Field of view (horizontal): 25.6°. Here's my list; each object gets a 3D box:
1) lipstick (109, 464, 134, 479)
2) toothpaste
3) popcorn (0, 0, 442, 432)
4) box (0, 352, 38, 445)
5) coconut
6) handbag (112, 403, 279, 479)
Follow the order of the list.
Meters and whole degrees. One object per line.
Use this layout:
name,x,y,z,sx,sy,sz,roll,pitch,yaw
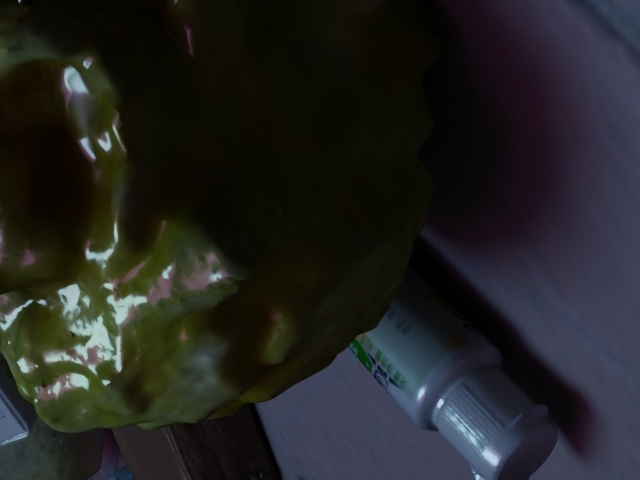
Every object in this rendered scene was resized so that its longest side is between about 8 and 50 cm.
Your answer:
lipstick,-0.107,0.304,1.226,0.076,0.077,0.290,31,143,48
toothpaste,0.000,0.000,0.698,0.314,0.056,0.058,45,130,34
popcorn,-0.067,-0.049,0.566,0.249,0.249,0.225,57,143,4
box,-0.302,-0.034,1.028,0.343,0.065,0.200,60,-161,-27
coconut,-0.306,0.143,1.286,0.237,0.197,0.237,31,136,36
handbag,-0.109,0.121,1.026,0.151,0.072,0.193,24,140,53
